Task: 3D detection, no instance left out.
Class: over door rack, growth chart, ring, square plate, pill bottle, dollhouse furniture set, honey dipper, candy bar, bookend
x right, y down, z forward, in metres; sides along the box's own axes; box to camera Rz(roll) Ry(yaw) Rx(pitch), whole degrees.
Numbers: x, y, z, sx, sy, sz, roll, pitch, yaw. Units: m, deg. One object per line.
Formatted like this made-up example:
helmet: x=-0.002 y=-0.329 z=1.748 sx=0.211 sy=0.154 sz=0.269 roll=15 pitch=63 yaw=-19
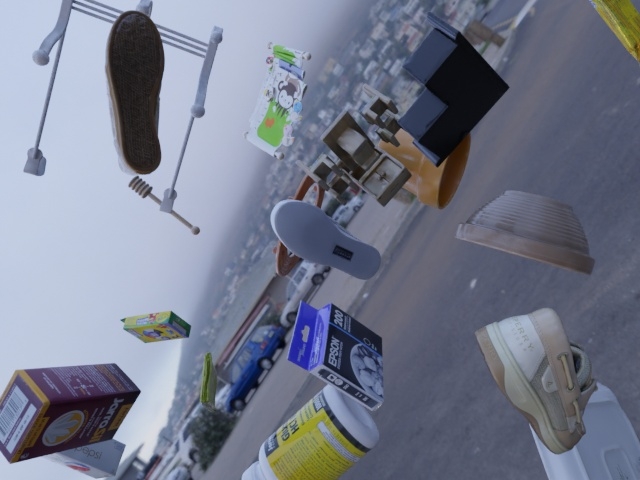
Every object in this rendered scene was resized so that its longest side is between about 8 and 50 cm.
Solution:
over door rack: x=-0.304 y=-0.202 z=0.797 sx=0.108 sy=0.239 sz=0.325 roll=-107 pitch=37 yaw=-62
growth chart: x=-0.091 y=-0.301 z=1.117 sx=0.021 sy=0.171 sz=0.238 roll=9 pitch=-78 yaw=-47
ring: x=-0.058 y=-0.061 z=1.446 sx=0.336 sy=0.032 sz=0.337 roll=20 pitch=-90 yaw=-79
square plate: x=0.510 y=0.418 z=0.914 sx=0.049 sy=0.343 sz=0.348 roll=-37 pitch=55 yaw=40
pill bottle: x=-0.030 y=0.532 z=1.307 sx=0.334 sy=0.188 sz=0.188 roll=-43 pitch=1 yaw=3
dollhouse furniture set: x=0.071 y=-0.197 z=1.126 sx=0.212 sy=0.161 sz=0.242 roll=-48 pitch=-36 yaw=5
honey dipper: x=-0.298 y=-0.065 z=1.003 sx=0.030 sy=0.160 sz=0.030 roll=-51 pitch=3 yaw=4
candy bar: x=0.287 y=-0.249 z=0.528 sx=0.040 sy=0.161 sz=0.018 roll=-44 pitch=6 yaw=-16
bookend: x=0.165 y=-0.210 z=0.755 sx=0.156 sy=0.072 sz=0.157 roll=20 pitch=-62 yaw=-44

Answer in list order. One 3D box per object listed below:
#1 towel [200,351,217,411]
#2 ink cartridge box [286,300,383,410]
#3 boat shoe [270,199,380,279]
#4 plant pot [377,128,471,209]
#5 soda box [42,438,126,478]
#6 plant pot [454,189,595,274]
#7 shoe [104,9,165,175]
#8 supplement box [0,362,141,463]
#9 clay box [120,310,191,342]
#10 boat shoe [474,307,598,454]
towel: x=-0.244 y=0.322 z=1.165 sx=0.237 sy=0.021 sz=0.102 roll=107 pitch=166 yaw=-66
ink cartridge box: x=0.039 y=0.223 z=1.084 sx=0.045 sy=0.208 sz=0.206 roll=-51 pitch=13 yaw=25
boat shoe: x=0.000 y=0.000 z=0.963 sx=0.095 sy=0.258 sz=0.084 roll=-57 pitch=36 yaw=-3
plant pot: x=0.248 y=-0.202 z=1.302 sx=0.205 sy=0.187 sz=0.205 roll=-44 pitch=-34 yaw=-42
soda box: x=-0.513 y=0.415 z=1.065 sx=0.073 sy=0.216 sz=0.069 roll=-22 pitch=40 yaw=31
plant pot: x=0.369 y=-0.023 z=0.928 sx=0.237 sy=0.237 sz=0.110 roll=-59 pitch=-16 yaw=-86
shoe: x=-0.251 y=-0.194 z=0.695 sx=0.058 sy=0.076 sz=0.219 roll=-5 pitch=85 yaw=56
supplement box: x=-0.389 y=0.258 z=0.803 sx=0.104 sy=0.080 sz=0.188 roll=-58 pitch=-26 yaw=5
clay box: x=-0.584 y=0.307 z=1.827 sx=0.127 sy=0.221 sz=0.053 roll=55 pitch=-150 yaw=-48
boat shoe: x=0.287 y=0.174 z=0.634 sx=0.098 sy=0.302 sz=0.109 roll=-31 pitch=42 yaw=16
